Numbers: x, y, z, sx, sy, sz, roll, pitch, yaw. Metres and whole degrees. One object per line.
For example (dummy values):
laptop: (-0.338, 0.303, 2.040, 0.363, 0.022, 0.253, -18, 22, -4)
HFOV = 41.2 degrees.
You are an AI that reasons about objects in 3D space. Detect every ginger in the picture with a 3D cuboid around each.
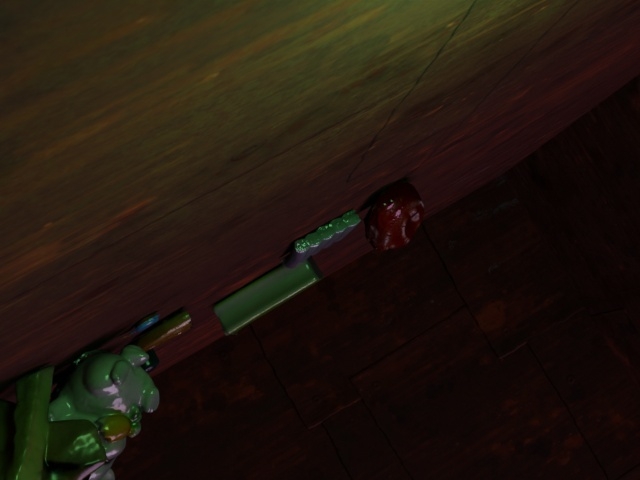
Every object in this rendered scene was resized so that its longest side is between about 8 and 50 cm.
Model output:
ginger: (-0.588, 0.368, 1.374, 0.413, 0.211, 0.358, -25, -153, -33)

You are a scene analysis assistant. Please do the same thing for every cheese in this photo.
cheese: (-0.345, 0.166, 1.633, 0.111, 0.017, 0.047, -34, 171, 34)

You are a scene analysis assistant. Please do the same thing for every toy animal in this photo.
toy animal: (-0.423, 0.352, 1.587, 0.209, 0.154, 0.325, -2, 115, -45)

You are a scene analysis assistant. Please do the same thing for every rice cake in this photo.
rice cake: (0.000, 0.000, 1.902, 0.189, 0.037, 0.198, -29, 175, -21)

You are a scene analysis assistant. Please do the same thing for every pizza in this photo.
pizza: (-0.328, 0.192, 1.855, 0.178, 0.041, 0.131, -35, 171, 38)

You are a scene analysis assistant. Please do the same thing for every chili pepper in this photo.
chili pepper: (0.170, -0.067, 1.886, 0.144, 0.136, 0.252, -4, 166, 0)

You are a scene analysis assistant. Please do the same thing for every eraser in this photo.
eraser: (-0.131, 0.136, 2.208, 0.274, 0.092, 0.210, -32, 176, 4)

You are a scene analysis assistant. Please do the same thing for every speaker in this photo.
speaker: (-0.413, 0.269, 1.922, 0.094, 0.075, 0.060, -33, 174, 35)

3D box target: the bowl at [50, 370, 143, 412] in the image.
bowl: (-0.469, 0.324, 1.755, 0.211, 0.112, 0.211, -23, -166, 6)

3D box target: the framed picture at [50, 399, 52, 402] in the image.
framed picture: (-0.552, 0.338, 2.153, 0.184, 0.016, 0.250, -35, 174, 39)
